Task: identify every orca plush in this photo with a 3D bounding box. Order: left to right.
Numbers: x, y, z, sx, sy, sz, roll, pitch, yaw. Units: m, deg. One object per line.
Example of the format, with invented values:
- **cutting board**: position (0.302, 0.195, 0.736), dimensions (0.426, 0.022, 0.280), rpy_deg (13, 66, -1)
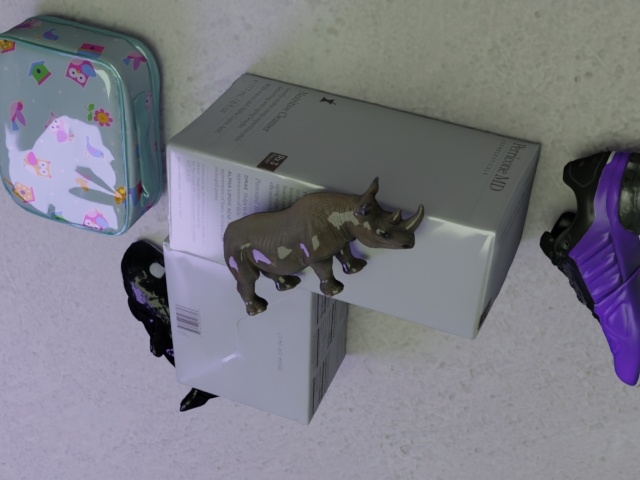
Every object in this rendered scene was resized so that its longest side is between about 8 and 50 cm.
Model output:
- **orca plush**: position (-0.234, 0.146, 1.523), dimensions (0.151, 0.102, 0.287), rpy_deg (6, 123, 22)

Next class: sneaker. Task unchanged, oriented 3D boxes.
- **sneaker**: position (0.328, 0.028, 1.184), dimensions (0.146, 0.102, 0.293), rpy_deg (7, 118, 27)

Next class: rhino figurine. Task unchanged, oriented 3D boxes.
- **rhino figurine**: position (0.000, 0.000, 1.064), dimensions (0.243, 0.073, 0.106), rpy_deg (-17, 114, 31)

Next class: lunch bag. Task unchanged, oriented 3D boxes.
- **lunch bag**: position (-0.317, -0.147, 1.369), dimensions (0.224, 0.108, 0.279), rpy_deg (13, 126, 14)

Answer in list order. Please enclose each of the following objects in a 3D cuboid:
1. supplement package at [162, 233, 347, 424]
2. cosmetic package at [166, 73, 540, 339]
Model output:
- **supplement package**: position (-0.079, 0.082, 1.363), dimensions (0.204, 0.145, 0.261), rpy_deg (16, 132, 16)
- **cosmetic package**: position (0.038, -0.050, 1.194), dimensions (0.385, 0.217, 0.156), rpy_deg (14, 126, 16)
